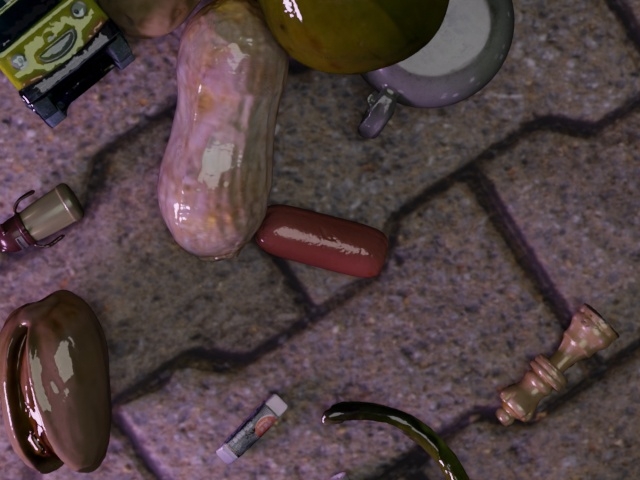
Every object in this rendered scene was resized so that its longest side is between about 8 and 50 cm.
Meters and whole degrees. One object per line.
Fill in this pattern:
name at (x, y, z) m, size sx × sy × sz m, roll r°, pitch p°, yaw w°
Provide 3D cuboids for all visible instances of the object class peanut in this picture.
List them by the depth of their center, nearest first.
peanut at (-0.124, -0.330, 1.725) m, size 0.290 × 0.130 × 0.130 m, roll -34°, pitch 97°, yaw 14°

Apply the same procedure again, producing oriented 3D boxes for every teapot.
teapot at (0.119, -0.245, 1.780) m, size 0.193 × 0.129 × 0.294 m, roll 29°, pitch 92°, yaw -6°

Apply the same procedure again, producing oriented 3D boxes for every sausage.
sausage at (0.000, 0.000, 1.810) m, size 0.154 × 0.062 × 0.062 m, roll 14°, pitch 92°, yaw -8°

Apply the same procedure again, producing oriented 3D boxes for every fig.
fig at (0.018, -0.283, 1.614) m, size 0.203 × 0.203 × 0.225 m, roll -51°, pitch 137°, yaw -2°

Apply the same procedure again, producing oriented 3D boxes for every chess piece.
chess piece at (0.272, 0.153, 1.860) m, size 0.172 × 0.060 × 0.060 m, roll -45°, pitch 98°, yaw 0°

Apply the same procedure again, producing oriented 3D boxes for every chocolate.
chocolate at (-0.109, -0.118, 1.735) m, size 0.134 × 0.134 × 0.309 m, roll 7°, pitch 112°, yaw -8°

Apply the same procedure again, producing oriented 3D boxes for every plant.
plant at (0.178, 0.313, 1.799) m, size 0.251 × 0.180 × 0.333 m, roll -21°, pitch 95°, yaw -18°

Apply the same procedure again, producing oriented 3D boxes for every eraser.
eraser at (-0.080, 0.219, 1.835) m, size 0.099 × 0.019 × 0.027 m, roll -45°, pitch 97°, yaw -4°

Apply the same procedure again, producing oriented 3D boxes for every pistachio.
pistachio at (-0.292, 0.160, 1.761) m, size 0.130 × 0.131 × 0.206 m, roll 1°, pitch 102°, yaw 37°

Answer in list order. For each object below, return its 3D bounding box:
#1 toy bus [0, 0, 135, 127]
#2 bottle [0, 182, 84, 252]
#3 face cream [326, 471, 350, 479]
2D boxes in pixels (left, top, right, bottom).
toy bus at (-0.288, -0.215, 1.662) m, size 0.128 × 0.262 × 0.150 m, roll -39°, pitch 94°, yaw -4°
bottle at (-0.320, -0.023, 1.779) m, size 0.101 × 0.047 × 0.063 m, roll -31°, pitch 77°, yaw 0°
face cream at (0.047, 0.335, 1.851) m, size 0.034 × 0.034 × 0.130 m, roll -30°, pitch 97°, yaw -4°
